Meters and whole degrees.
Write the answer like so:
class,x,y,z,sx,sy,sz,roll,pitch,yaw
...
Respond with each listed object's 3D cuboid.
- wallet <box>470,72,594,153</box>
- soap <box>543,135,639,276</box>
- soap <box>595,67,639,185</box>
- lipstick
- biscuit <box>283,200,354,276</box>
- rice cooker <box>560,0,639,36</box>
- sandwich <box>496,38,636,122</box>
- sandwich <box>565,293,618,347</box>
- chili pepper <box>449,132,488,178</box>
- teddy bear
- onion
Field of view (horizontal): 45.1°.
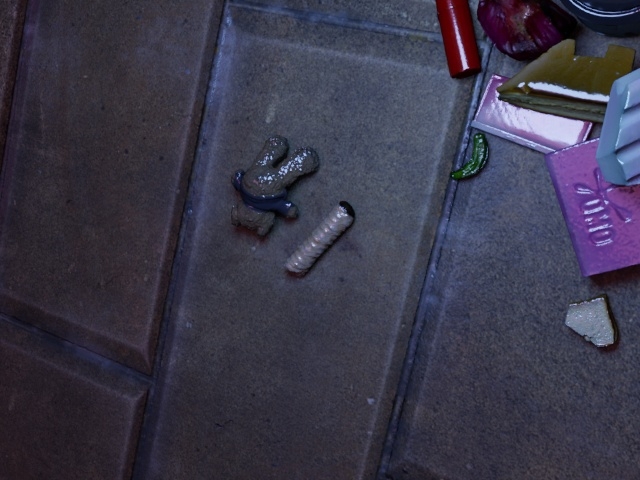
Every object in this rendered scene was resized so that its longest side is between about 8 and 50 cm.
class,x,y,z,sx,sy,sz,roll,pitch,yaw
wallet,0.434,-0.250,1.571,0.232,0.025,0.119,26,104,23
soap,0.555,-0.072,1.475,0.181,0.081,0.259,-16,91,26
soap,0.646,-0.225,1.331,0.347,0.115,0.208,-27,101,2
lipstick,0.278,-0.483,1.614,0.073,0.073,0.279,-11,88,26
biscuit,0.000,0.000,1.783,0.219,0.061,0.055,-46,28,20
rice cooker,0.547,-0.498,1.391,0.281,0.227,0.241,31,106,22
sandwich,0.469,-0.303,1.480,0.236,0.122,0.128,15,78,22
sandwich,0.539,0.166,1.533,0.093,0.036,0.104,-22,84,25
chili pepper,0.323,-0.170,1.628,0.055,0.035,0.117,46,121,31
teddy bear,-0.128,-0.129,1.798,0.182,0.129,0.251,33,105,23
onion,0.375,-0.440,1.483,0.140,0.218,0.195,-43,63,26
